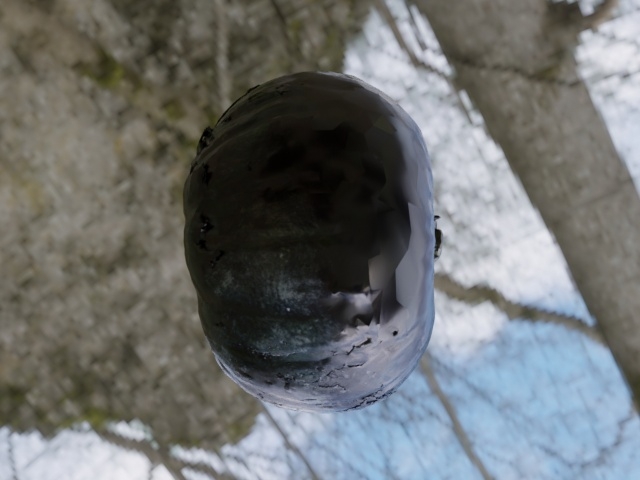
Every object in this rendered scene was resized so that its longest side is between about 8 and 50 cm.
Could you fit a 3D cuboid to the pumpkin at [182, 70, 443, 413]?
[{"bbox_3d":[0.000,0.000,1.233,0.163,0.233,0.233,-2,-133,8],"label":"pumpkin"}]
